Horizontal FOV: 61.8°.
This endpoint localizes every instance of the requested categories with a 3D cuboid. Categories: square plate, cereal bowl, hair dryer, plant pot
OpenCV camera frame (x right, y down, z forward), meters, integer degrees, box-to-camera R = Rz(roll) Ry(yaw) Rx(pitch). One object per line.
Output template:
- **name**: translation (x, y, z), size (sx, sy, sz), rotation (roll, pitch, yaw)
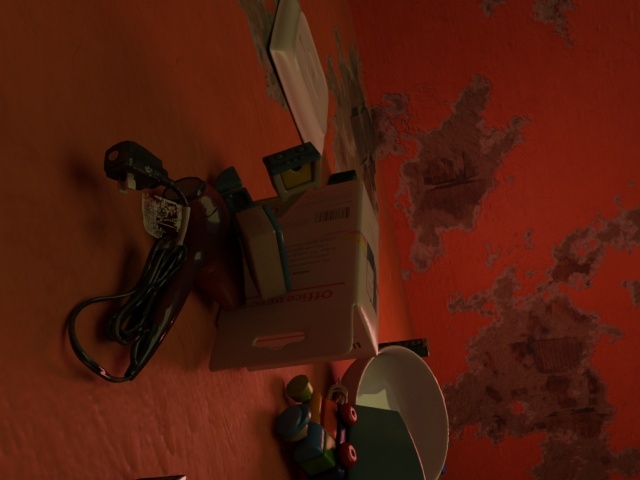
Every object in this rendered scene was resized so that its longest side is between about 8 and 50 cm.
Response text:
- **square plate**: translation (-0.040, -0.432, 1.404), size (0.344, 0.049, 0.347), rotation (67, 19, -44)
- **cereal bowl**: translation (0.150, 0.427, 1.271), size (0.338, 0.141, 0.339), rotation (21, 59, -39)
- **hair dryer**: translation (-0.166, 0.034, 0.602), size (0.293, 0.080, 0.224), rotation (27, 71, -66)
- **plant pot**: translation (0.092, 0.442, 0.997), size (0.166, 0.165, 0.234), rotation (117, -20, -44)

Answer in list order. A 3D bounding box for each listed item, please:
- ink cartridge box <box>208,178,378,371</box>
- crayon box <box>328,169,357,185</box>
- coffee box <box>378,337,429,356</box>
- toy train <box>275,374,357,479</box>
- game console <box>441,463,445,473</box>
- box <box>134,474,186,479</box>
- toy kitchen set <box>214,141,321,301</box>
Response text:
- **ink cartridge box**: translation (-0.022, 0.071, 0.808), size (0.354, 0.207, 0.119), rotation (-82, 156, -48)
- **crayon box**: translation (0.073, -0.049, 1.528), size (0.319, 0.081, 0.202), rotation (-74, 151, -59)
- **coffee box**: translation (0.288, 0.382, 1.872), size (0.113, 0.184, 0.041), rotation (-17, 98, -76)
- **toy train**: translation (-0.011, 0.296, 0.969), size (0.143, 0.105, 0.248), rotation (55, 20, -23)
- **game console**: translation (0.301, 0.592, 1.776), size (0.293, 0.173, 0.250), rotation (-55, 129, -69)
- **box**: translation (-0.177, 0.298, 0.351), size (0.293, 0.057, 0.201), rotation (31, 50, -72)
- **toy kitchen set**: translation (-0.048, -0.055, 0.736), size (0.122, 0.166, 0.207), rotation (85, -20, -48)
